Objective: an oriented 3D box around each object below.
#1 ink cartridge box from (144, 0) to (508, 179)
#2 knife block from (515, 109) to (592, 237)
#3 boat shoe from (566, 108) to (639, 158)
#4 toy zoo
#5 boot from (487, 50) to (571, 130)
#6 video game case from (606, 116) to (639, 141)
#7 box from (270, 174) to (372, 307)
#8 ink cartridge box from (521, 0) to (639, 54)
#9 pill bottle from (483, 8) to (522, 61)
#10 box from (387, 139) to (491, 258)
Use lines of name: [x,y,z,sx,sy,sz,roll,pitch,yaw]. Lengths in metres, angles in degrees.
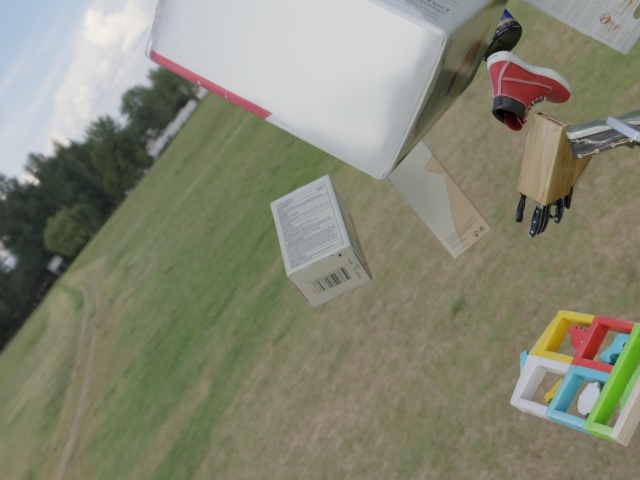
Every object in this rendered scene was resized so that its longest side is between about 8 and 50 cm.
ink cartridge box: [0.036,-0.255,0.911,0.385,0.279,0.160,-49,-17,-57]
knife block: [0.523,-0.143,1.931,0.088,0.275,0.242,37,94,38]
boat shoe: [0.625,-0.221,1.673,0.227,0.069,0.081,-10,20,27]
toy zoo: [0.425,0.211,1.338,0.192,0.030,0.293,-58,22,-11]
boot: [0.487,-0.317,1.892,0.088,0.244,0.176,-30,54,53]
video game case: [0.602,-0.180,1.463,0.157,0.143,0.019,-86,15,-72]
box: [0.000,0.000,1.733,0.148,0.127,0.232,-26,43,10]
ink cartridge box: [0.721,-0.704,2.122,0.308,0.385,0.091,-61,18,25]
pill bottle: [0.389,-0.557,2.027,0.122,0.219,0.123,-28,-23,-14]
box: [0.266,-0.121,1.995,0.121,0.311,0.148,-39,21,6]
